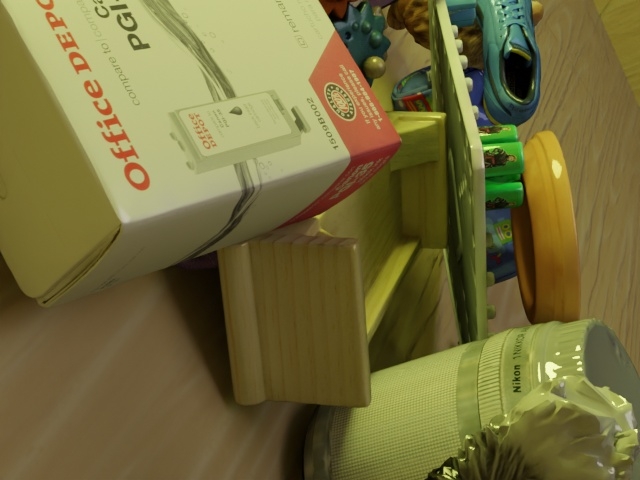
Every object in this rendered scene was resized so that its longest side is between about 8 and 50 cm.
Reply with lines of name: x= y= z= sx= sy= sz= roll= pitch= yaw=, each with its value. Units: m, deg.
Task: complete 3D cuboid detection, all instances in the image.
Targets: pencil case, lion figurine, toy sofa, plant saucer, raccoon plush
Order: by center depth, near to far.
raccoon plush: x=0.129 y=0.286 z=0.849 sx=0.216 sy=0.446 sz=0.299 roll=48 pitch=22 yaw=17
toy sofa: x=0.000 y=0.000 z=1.103 sx=0.362 sy=0.177 sz=0.150 roll=-54 pitch=143 yaw=-61
plant saucer: x=0.205 y=-0.002 z=1.116 sx=0.200 sy=0.037 sz=0.200 roll=-5 pitch=90 yaw=-87
lion figurine: x=0.105 y=-0.375 z=1.462 sx=0.392 sy=0.142 sz=0.240 roll=52 pitch=0 yaw=-12
pencil case: x=0.206 y=-0.095 z=1.558 sx=0.306 sy=0.133 sz=0.119 roll=62 pitch=31 yaw=-15

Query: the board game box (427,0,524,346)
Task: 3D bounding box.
board game box: x=0.164 y=-0.038 z=1.274 sx=0.390 sy=0.050 sz=0.390 roll=-93 pitch=177 yaw=-52

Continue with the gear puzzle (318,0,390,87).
gear puzzle: x=-0.027 y=-0.254 z=1.042 sx=0.175 sy=0.044 sz=0.339 roll=-46 pitch=129 yaw=-27

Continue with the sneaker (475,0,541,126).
sneaker: x=0.212 y=-0.231 z=1.327 sx=0.082 sy=0.069 sz=0.209 roll=120 pitch=-33 yaw=-75

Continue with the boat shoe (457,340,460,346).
boat shoe: x=0.185 y=0.137 z=1.448 sx=0.135 sy=0.050 sz=0.045 roll=30 pitch=41 yaw=-67

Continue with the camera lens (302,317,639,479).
camera lens: x=0.139 y=0.200 z=1.041 sx=0.219 sy=0.274 sz=0.219 roll=43 pitch=36 yaw=-43

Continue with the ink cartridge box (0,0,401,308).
ink cartridge box: x=-0.107 y=-0.097 z=0.839 sx=0.283 sy=0.117 sz=0.207 roll=-21 pitch=78 yaw=-48

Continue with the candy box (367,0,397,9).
candy box: x=-0.002 y=-0.285 z=1.212 sx=0.165 sy=0.196 sz=0.070 roll=29 pitch=44 yaw=-53
